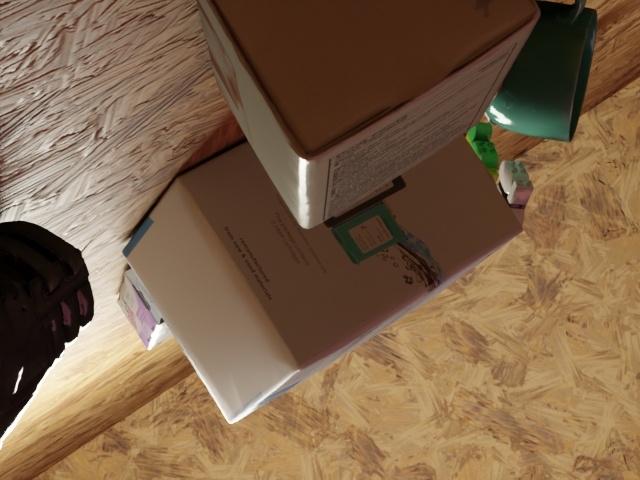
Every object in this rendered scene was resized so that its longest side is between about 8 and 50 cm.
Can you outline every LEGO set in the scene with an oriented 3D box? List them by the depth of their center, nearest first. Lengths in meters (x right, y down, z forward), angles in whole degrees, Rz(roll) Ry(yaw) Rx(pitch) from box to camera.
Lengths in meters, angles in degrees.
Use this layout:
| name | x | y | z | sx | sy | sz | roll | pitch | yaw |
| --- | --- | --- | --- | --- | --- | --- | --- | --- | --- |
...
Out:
| name | x | y | z | sx | sy | sz | roll | pitch | yaw |
| --- | --- | --- | --- | --- | --- | --- | --- | --- | --- |
| LEGO set | 0.151 | -0.121 | 1.678 | 0.087 | 0.227 | 0.093 | 4 | 132 | -17 |

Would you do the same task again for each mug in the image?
| name | x | y | z | sx | sy | sz | roll | pitch | yaw |
| --- | --- | --- | --- | --- | --- | --- | --- | --- | --- |
| mug | 0.209 | -0.180 | 1.599 | 0.097 | 0.158 | 0.129 | 11 | -171 | 13 |

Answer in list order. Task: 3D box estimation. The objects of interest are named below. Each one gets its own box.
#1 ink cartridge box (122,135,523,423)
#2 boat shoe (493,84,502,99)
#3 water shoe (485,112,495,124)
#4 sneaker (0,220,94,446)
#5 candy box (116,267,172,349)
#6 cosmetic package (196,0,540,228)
| name | x | y | z | sx | sy | sz | roll | pitch | yaw |
| --- | --- | --- | --- | --- | --- | --- | --- | --- | --- |
| ink cartridge box | 0.000 | 0.000 | 1.517 | 0.270 | 0.197 | 0.198 | -30 | 173 | -29 |
| boat shoe | 0.094 | -0.129 | 1.608 | 0.073 | 0.080 | 0.223 | -9 | 165 | -28 |
| water shoe | 0.275 | -0.171 | 2.220 | 0.073 | 0.080 | 0.203 | -32 | 175 | -8 |
| sneaker | -0.229 | 0.030 | 1.082 | 0.147 | 0.104 | 0.296 | -57 | 166 | -20 |
| candy box | -0.116 | 0.028 | 1.775 | 0.196 | 0.070 | 0.165 | -32 | 175 | -14 |
| cosmetic package | 0.020 | -0.112 | 0.991 | 0.153 | 0.129 | 0.296 | -31 | 175 | -5 |
